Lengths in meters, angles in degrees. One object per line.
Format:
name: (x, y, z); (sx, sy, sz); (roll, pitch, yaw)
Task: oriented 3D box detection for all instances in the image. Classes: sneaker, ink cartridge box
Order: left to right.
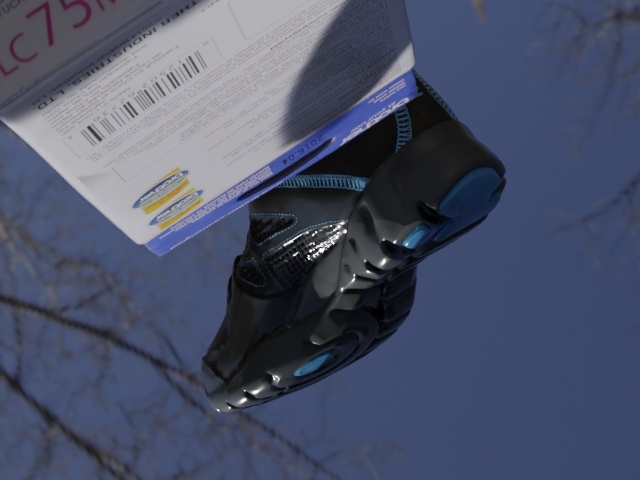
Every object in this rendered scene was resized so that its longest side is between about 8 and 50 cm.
ink cartridge box: (-0.048, -0.089, 0.806); (0.186, 0.065, 0.311); (-33, 164, -1)
sneaker: (0.000, 0.000, 1.144); (0.125, 0.140, 0.341); (-19, 158, -41)
